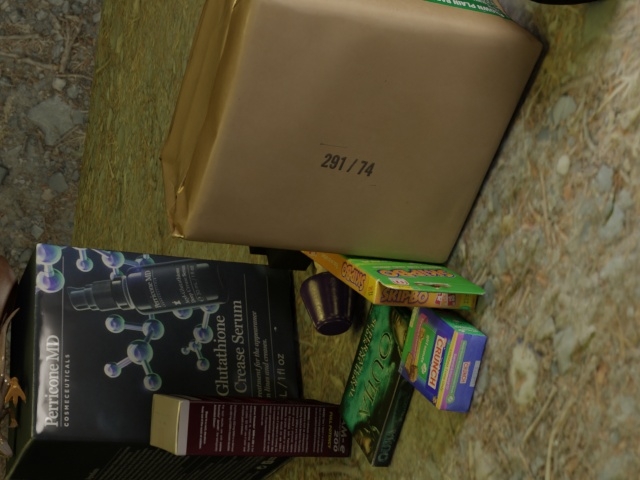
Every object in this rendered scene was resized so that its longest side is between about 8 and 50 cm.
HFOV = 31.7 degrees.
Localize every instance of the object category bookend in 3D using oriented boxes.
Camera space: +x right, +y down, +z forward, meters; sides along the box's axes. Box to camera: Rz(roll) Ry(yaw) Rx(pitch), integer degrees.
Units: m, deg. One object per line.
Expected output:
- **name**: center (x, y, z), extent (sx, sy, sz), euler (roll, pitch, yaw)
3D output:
- **bookend**: center (-0.052, -0.010, 1.678), extent (0.156, 0.072, 0.157), euler (123, 144, -49)

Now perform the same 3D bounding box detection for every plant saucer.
- **plant saucer**: center (-0.472, 0.120, 1.618), extent (0.198, 0.036, 0.199), euler (-164, 90, -81)

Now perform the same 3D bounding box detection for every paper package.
- **paper package**: center (0.021, -0.146, 1.214), extent (0.168, 0.324, 0.310), euler (-112, 35, -49)

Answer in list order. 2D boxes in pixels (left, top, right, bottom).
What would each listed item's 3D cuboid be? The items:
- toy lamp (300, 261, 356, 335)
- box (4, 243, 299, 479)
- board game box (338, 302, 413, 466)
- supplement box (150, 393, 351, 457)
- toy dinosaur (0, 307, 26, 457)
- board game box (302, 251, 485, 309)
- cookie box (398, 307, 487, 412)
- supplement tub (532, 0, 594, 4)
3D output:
- **toy lamp**: center (0.000, 0.000, 1.544), extent (0.080, 0.080, 0.275), euler (124, 144, -48)
- **box**: center (-0.250, 0.193, 1.679), extent (0.212, 0.395, 0.294), euler (131, 138, -54)
- **board game box**: center (0.076, 0.167, 1.389), extent (0.126, 0.026, 0.186), euler (-127, 48, -59)
- **supplement box**: center (-0.092, 0.245, 1.490), extent (0.130, 0.239, 0.073), euler (171, 102, -67)
- **toy dinosaur**: center (-0.442, 0.190, 1.543), extent (0.112, 0.064, 0.212), euler (161, 114, -65)
- **board game box**: center (0.076, 0.032, 1.295), extent (0.259, 0.124, 0.039), euler (-151, 68, -66)
- **cookie box**: center (0.133, 0.126, 1.245), extent (0.107, 0.040, 0.092), euler (-142, 62, -63)
- **supplement tub**: center (0.231, -0.328, 1.051), extent (0.106, 0.106, 0.198), euler (160, 115, -65)
